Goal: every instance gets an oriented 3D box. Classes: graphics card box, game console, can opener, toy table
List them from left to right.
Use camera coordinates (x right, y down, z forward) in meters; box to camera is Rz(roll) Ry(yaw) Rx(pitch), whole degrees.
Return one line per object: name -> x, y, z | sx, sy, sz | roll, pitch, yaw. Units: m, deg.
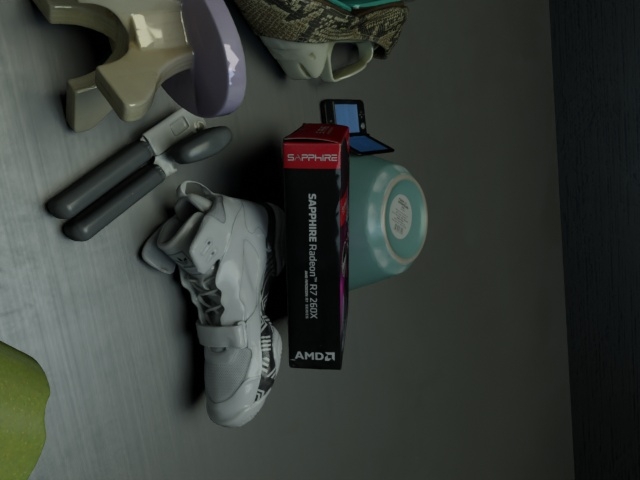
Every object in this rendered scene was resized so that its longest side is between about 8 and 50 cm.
toy table -> -0.232, -0.252, 0.697 | 0.161, 0.274, 0.252 | -22, 142, -38
can opener -> -0.245, -0.104, 0.787 | 0.280, 0.093, 0.074 | -46, 126, -34
graphics card box -> 0.000, 0.000, 0.944 | 0.233, 0.094, 0.370 | -73, 164, -72
game console -> 0.081, -0.240, 1.180 | 0.144, 0.085, 0.124 | -16, 102, -50

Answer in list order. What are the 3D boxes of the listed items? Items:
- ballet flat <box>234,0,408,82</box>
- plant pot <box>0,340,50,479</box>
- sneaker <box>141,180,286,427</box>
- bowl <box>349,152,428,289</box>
ballet flat -> 0.014, -0.389, 1.060 | 0.483, 0.164, 0.181 | -22, 128, -50
plant pot -> -0.399, 0.153, 0.488 | 0.254, 0.276, 0.275 | 48, 54, -54
sneaker -> -0.165, 0.090, 0.852 | 0.210, 0.138, 0.365 | 25, 67, -48
bowl -> 0.110, -0.042, 1.162 | 0.312, 0.163, 0.311 | -3, 94, -51
